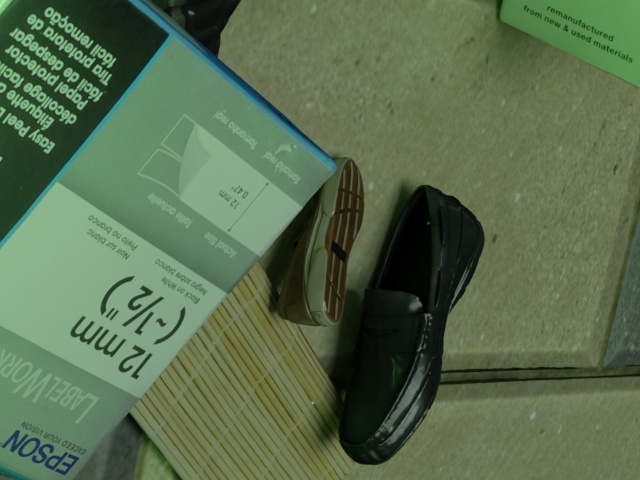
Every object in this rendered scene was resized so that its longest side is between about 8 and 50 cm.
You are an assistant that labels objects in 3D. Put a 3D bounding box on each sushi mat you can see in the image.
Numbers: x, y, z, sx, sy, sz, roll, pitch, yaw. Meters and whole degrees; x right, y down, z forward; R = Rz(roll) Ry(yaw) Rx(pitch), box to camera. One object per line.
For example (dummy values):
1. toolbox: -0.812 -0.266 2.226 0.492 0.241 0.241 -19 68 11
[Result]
1. sushi mat: -0.056 0.115 1.281 0.151 0.019 0.316 -55 141 -23

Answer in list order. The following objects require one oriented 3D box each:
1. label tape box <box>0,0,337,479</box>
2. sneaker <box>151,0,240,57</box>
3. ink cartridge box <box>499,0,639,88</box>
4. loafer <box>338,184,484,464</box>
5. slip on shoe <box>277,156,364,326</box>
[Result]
1. label tape box: -0.188 0.020 0.893 0.347 0.115 0.249 -51 142 1
2. sneaker: -0.114 -0.101 1.051 0.101 0.106 0.267 -28 142 -52
3. ink cartridge box: 0.318 -0.352 1.405 0.285 0.166 0.395 -29 140 -45
4. loafer: 0.059 0.062 1.370 0.078 0.076 0.223 40 63 -40
5. slip on shoe: 0.000 0.000 1.290 0.051 0.041 0.135 46 47 -53
